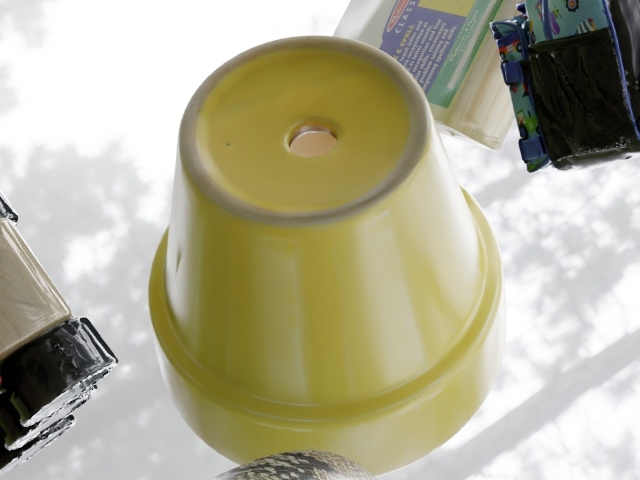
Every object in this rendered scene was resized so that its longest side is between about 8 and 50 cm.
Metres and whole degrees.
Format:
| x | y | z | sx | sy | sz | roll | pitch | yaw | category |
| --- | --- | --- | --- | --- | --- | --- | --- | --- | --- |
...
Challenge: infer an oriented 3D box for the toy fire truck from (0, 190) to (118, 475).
| x | y | z | sx | sy | sz | roll | pitch | yaw | category |
| --- | --- | --- | --- | --- | --- | --- | --- | --- | --- |
| -0.235 | 0.113 | 0.955 | 0.158 | 0.246 | 0.217 | 55 | -23 | 5 | toy fire truck |

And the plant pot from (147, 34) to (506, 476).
| x | y | z | sx | sy | sz | roll | pitch | yaw | category |
| --- | --- | --- | --- | --- | --- | --- | --- | --- | --- |
| 0.000 | 0.000 | 1.291 | 0.254 | 0.254 | 0.239 | 32 | -28 | 26 | plant pot |

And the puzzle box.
| x | y | z | sx | sy | sz | roll | pitch | yaw | category |
| --- | --- | --- | --- | --- | --- | --- | --- | --- | --- |
| 0.150 | -0.275 | 1.466 | 0.409 | 0.052 | 0.272 | -63 | -155 | 1 | puzzle box |

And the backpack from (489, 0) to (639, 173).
| x | y | z | sx | sy | sz | roll | pitch | yaw | category |
| --- | --- | --- | --- | --- | --- | --- | --- | --- | --- |
| 0.179 | -0.136 | 1.147 | 0.117 | 0.158 | 0.173 | -14 | -88 | 42 | backpack |

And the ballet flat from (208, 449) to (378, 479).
| x | y | z | sx | sy | sz | roll | pitch | yaw | category |
| --- | --- | --- | --- | --- | --- | --- | --- | --- | --- |
| -0.098 | 0.244 | 0.942 | 0.164 | 0.483 | 0.182 | 45 | -34 | 12 | ballet flat |
